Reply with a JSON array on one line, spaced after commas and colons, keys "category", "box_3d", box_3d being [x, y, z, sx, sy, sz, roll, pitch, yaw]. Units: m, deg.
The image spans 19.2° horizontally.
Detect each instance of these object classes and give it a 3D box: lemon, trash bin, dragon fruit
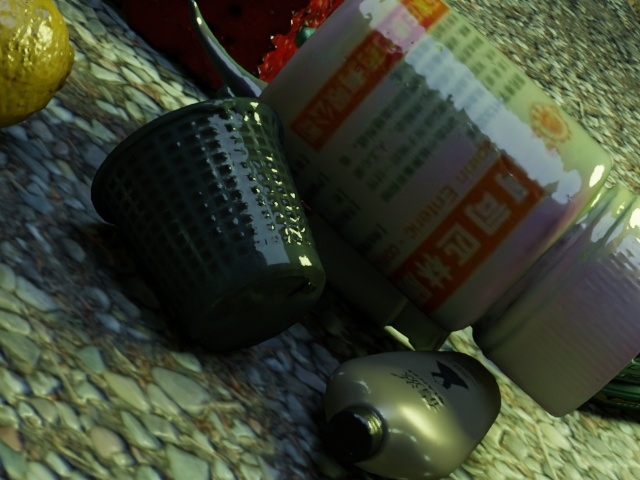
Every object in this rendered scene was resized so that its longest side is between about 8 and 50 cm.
[{"category": "lemon", "box_3d": [-0.278, -0.156, 1.530, 0.187, 0.142, 0.142, 10, 35, -43]}, {"category": "trash bin", "box_3d": [-0.079, -0.005, 1.532, 0.175, 0.175, 0.161, 11, 44, -51]}, {"category": "dragon fruit", "box_3d": [-0.038, -0.337, 2.051, 0.228, 0.329, 0.286, 38, 21, 17]}]

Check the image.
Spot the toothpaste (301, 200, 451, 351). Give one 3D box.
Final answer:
[{"category": "toothpaste", "box_3d": [0.000, 0.000, 1.771, 0.299, 0.073, 0.114, 35, 10, 1]}]

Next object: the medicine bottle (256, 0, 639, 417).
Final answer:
[{"category": "medicine bottle", "box_3d": [0.134, -0.041, 1.672, 0.388, 0.219, 0.219, 44, 21, 0]}]

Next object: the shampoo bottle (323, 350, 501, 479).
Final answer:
[{"category": "shampoo bottle", "box_3d": [0.073, 0.144, 1.573, 0.127, 0.078, 0.257, 45, 22, 14]}]

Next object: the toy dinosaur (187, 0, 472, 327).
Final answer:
[{"category": "toy dinosaur", "box_3d": [0.043, -0.043, 1.810, 0.383, 0.129, 0.331, 35, 18, -49]}]

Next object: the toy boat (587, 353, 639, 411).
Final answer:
[{"category": "toy boat", "box_3d": [0.315, 0.113, 1.977, 0.296, 0.122, 0.114, 14, 56, -43]}]
